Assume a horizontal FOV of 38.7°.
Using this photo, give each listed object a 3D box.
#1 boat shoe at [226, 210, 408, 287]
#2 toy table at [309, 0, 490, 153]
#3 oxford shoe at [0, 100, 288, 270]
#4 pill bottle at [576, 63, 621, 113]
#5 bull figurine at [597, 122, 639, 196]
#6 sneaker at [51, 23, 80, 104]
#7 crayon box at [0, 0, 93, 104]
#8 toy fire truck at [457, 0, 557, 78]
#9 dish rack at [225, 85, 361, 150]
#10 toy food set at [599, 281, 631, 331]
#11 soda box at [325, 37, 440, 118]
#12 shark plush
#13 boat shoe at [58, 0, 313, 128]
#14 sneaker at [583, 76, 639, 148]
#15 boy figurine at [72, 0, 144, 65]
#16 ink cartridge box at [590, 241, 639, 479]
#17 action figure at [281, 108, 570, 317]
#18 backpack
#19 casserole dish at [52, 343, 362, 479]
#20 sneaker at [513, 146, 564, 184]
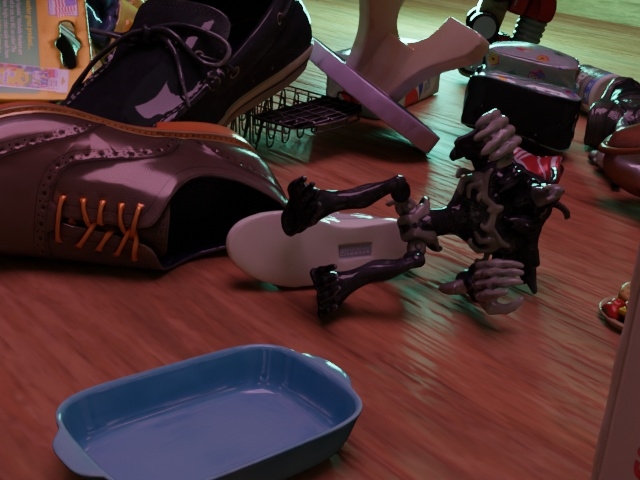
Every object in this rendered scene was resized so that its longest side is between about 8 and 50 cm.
[{"bbox_3d":[0.000,0.000,0.807,0.184,0.066,0.063,-7,10,-24],"label":"boat shoe"},{"bbox_3d":[0.104,-0.256,1.253,0.274,0.161,0.252,43,12,30],"label":"toy table"},{"bbox_3d":[-0.192,-0.039,0.777,0.363,0.130,0.132,-8,30,-30],"label":"oxford shoe"},{"bbox_3d":[0.465,-0.261,1.576,0.078,0.078,0.137,-2,21,-17],"label":"pill bottle"},{"bbox_3d":[0.481,-0.078,1.063,0.310,0.101,0.188,-1,23,-15],"label":"bull figurine"},{"bbox_3d":[-0.562,-0.287,1.352,0.447,0.169,0.257,12,11,-5],"label":"sneaker"},{"bbox_3d":[-0.446,-0.214,1.111,0.322,0.083,0.203,-2,54,-18],"label":"crayon box"},{"bbox_3d":[0.398,-0.380,1.717,0.246,0.217,0.158,20,20,-2],"label":"toy fire truck"},{"bbox_3d":[-0.088,-0.174,1.236,0.271,0.074,0.208,18,26,27],"label":"dish rack"},{"bbox_3d":[0.277,0.060,0.764,0.083,0.020,0.082,-12,26,-38],"label":"toy food set"},{"bbox_3d":[0.113,-0.276,1.516,0.098,0.091,0.286,14,22,22],"label":"soda box"},{"bbox_3d":[0.402,-0.108,1.198,0.067,0.073,0.161,38,20,3],"label":"shark plush"},{"bbox_3d":[-0.171,-0.190,1.032,0.186,0.156,0.500,19,42,25],"label":"boat shoe"},{"bbox_3d":[0.483,-0.186,1.378,0.130,0.087,0.227,15,26,21],"label":"sneaker"},{"bbox_3d":[-0.277,-0.287,1.319,0.092,0.285,0.177,-16,52,29],"label":"boy figurine"},{"bbox_3d":[0.276,0.103,0.361,0.131,0.226,0.306,-7,25,-30],"label":"ink cartridge box"},{"bbox_3d":[0.117,-0.017,0.749,0.275,0.164,0.141,-14,4,-22],"label":"action figure"},{"bbox_3d":[0.293,-0.211,1.314,0.165,0.145,0.188,13,12,11],"label":"backpack"},{"bbox_3d":[-0.062,0.111,0.531,0.188,0.037,0.114,-12,26,-39],"label":"casserole dish"},{"bbox_3d":[0.264,-0.097,1.145,0.067,0.042,0.118,-1,29,-4],"label":"sneaker"}]
